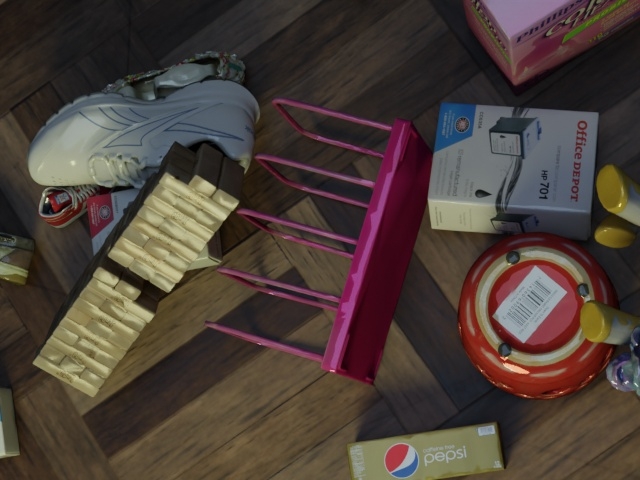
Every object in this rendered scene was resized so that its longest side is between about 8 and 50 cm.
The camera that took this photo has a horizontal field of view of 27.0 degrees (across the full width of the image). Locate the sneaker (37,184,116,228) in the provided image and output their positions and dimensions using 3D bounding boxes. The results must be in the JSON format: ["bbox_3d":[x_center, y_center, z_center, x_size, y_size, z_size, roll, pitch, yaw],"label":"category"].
[{"bbox_3d":[-0.310,-0.063,1.706,0.118,0.067,0.042,-41,76,1],"label":"sneaker"}]

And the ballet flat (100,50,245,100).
[{"bbox_3d":[-0.213,-0.189,1.704,0.241,0.077,0.091,-22,76,7],"label":"ballet flat"}]

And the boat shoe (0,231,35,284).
[{"bbox_3d":[-0.473,-0.010,1.727,0.223,0.080,0.073,22,80,8],"label":"boat shoe"}]

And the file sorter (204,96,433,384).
[{"bbox_3d":[0.000,0.000,1.573,0.182,0.202,0.291,15,84,16],"label":"file sorter"}]

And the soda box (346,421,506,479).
[{"bbox_3d":[0.126,0.256,1.577,0.181,0.061,0.058,-9,80,9],"label":"soda box"}]

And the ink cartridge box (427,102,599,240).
[{"bbox_3d":[0.231,-0.083,1.588,0.190,0.082,0.140,4,65,12],"label":"ink cartridge box"}]

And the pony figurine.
[{"bbox_3d":[0.461,0.085,1.416,0.363,0.303,0.351,3,65,-27],"label":"pony figurine"}]

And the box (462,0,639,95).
[{"bbox_3d":[0.282,-0.299,1.544,0.213,0.243,0.117,-33,76,3],"label":"box"}]

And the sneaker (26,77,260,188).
[{"bbox_3d":[-0.220,-0.115,1.634,0.297,0.111,0.129,-12,45,5],"label":"sneaker"}]

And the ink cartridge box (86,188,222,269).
[{"bbox_3d":[-0.209,-0.013,1.681,0.150,0.063,0.109,-11,79,9],"label":"ink cartridge box"}]

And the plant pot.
[{"bbox_3d":[0.251,0.086,1.526,0.191,0.174,0.191,-1,83,9],"label":"plant pot"}]

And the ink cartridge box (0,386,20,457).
[{"bbox_3d":[-0.453,0.240,1.693,0.122,0.052,0.088,-11,79,7],"label":"ink cartridge box"}]

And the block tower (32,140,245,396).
[{"bbox_3d":[-0.219,0.031,1.589,0.091,0.097,0.335,32,115,-14],"label":"block tower"}]
